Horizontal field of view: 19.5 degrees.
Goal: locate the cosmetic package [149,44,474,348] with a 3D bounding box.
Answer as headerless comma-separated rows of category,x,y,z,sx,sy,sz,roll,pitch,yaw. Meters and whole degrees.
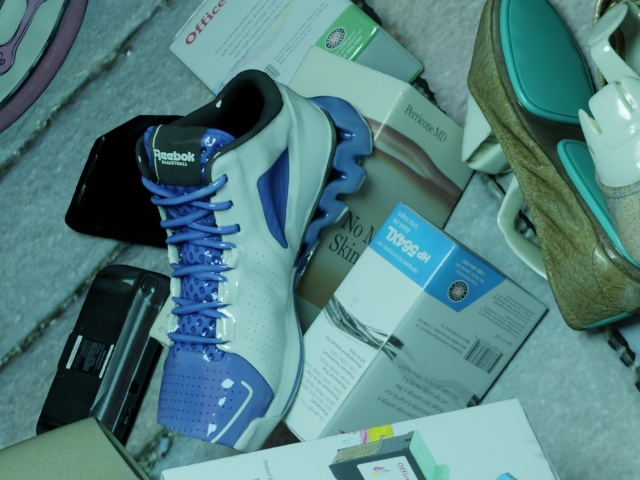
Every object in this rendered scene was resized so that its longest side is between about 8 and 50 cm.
cosmetic package,0.000,0.000,1.643,0.129,0.153,0.296,26,87,41

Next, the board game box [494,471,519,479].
board game box,0.116,0.337,1.136,0.308,0.086,0.302,-41,44,-15

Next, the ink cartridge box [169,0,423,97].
ink cartridge box,-0.027,-0.177,1.791,0.154,0.093,0.212,-50,49,6

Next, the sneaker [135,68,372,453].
sneaker,-0.086,-0.003,1.488,0.127,0.182,0.315,7,73,40

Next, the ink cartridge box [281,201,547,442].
ink cartridge box,0.069,0.093,1.542,0.203,0.148,0.086,-53,47,3

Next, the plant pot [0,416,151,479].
plant pot,-0.272,0.290,1.669,0.274,0.256,0.256,-39,48,-5

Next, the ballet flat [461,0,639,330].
ballet flat,0.186,-0.065,1.575,0.124,0.116,0.342,-47,49,35

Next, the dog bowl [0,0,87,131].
dog bowl,-0.433,-0.277,2.119,0.408,0.150,0.408,-18,58,31

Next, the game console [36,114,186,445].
game console,-0.192,0.044,1.844,0.213,0.044,0.361,10,74,42

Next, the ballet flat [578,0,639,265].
ballet flat,0.249,-0.102,1.463,0.107,0.106,0.316,-33,30,27

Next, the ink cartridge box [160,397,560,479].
ink cartridge box,0.028,0.240,1.381,0.278,0.201,0.117,-10,51,-14
